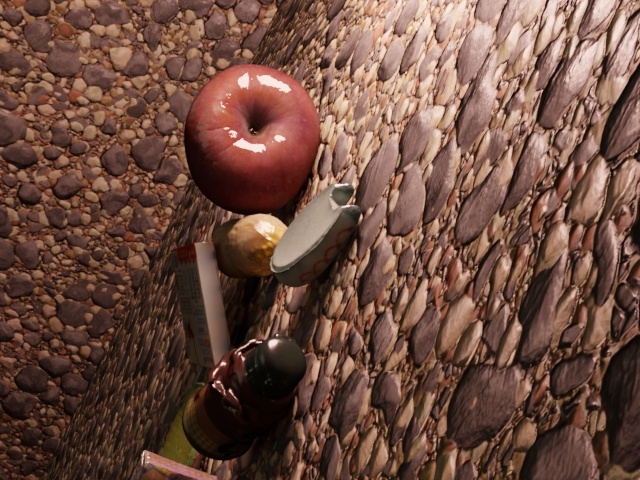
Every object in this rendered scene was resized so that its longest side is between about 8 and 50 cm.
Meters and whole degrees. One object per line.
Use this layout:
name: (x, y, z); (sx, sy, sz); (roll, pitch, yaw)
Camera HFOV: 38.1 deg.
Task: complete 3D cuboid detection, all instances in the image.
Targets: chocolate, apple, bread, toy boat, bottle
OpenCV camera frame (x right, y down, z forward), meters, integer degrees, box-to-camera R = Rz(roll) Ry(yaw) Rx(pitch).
chocolate: (-0.145, 0.012, 1.892); (0.309, 0.134, 0.134); (-15, 53, 67)
apple: (-0.141, -0.204, 1.911); (0.235, 0.305, 0.306); (134, 156, -76)
bread: (-0.282, 0.434, 1.896); (0.301, 0.045, 0.301); (-59, 18, 32)
toy boat: (0.000, 0.000, 1.586); (0.208, 0.078, 0.134); (-49, 30, 19)
bottle: (-0.121, 0.247, 1.483); (0.271, 0.143, 0.156); (-48, 25, 44)

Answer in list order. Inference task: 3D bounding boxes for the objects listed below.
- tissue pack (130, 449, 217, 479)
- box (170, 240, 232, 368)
tissue pack: (-0.267, 0.453, 1.644); (0.109, 0.148, 0.060); (-65, 16, 6)
box: (-0.258, 0.139, 1.993); (0.273, 0.048, 0.265); (172, 89, -70)
